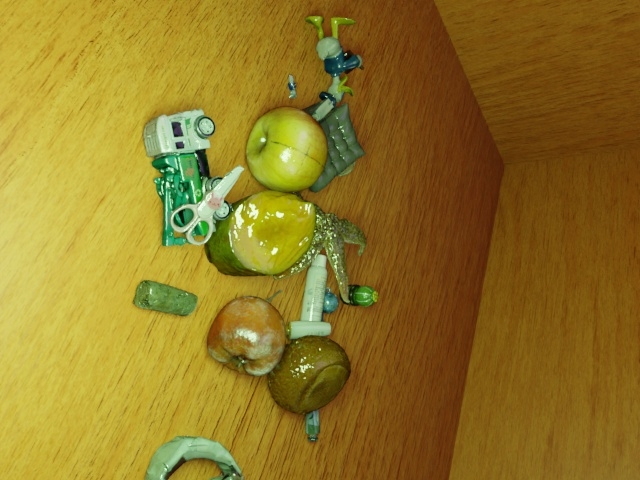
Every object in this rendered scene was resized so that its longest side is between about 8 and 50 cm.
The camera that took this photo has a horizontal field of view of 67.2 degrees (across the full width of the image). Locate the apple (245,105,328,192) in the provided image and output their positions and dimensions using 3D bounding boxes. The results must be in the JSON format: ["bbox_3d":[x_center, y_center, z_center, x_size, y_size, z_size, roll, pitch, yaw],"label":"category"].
[{"bbox_3d":[-0.105,-0.292,1.574,0.232,0.285,0.287,19,73,-40],"label":"apple"}]

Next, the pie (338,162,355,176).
[{"bbox_3d":[0.072,-0.361,1.993,0.218,0.052,0.185,50,51,-40],"label":"pie"}]

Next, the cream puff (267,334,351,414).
[{"bbox_3d":[-0.050,0.447,1.659,0.302,0.212,0.303,-26,139,-25],"label":"cream puff"}]

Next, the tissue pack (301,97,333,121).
[{"bbox_3d":[-0.040,-0.458,1.766,0.051,0.156,0.112,56,47,-24],"label":"tissue pack"}]

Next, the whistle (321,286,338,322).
[{"bbox_3d":[0.028,0.261,1.869,0.090,0.090,0.158,4,85,-52],"label":"whistle"}]

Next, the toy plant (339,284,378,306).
[{"bbox_3d":[0.163,0.227,1.989,0.092,0.162,0.093,3,86,-51],"label":"toy plant"}]

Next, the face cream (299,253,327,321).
[{"bbox_3d":[-0.020,0.184,1.821,0.082,0.081,0.269,26,67,-49],"label":"face cream"}]

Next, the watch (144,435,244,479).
[{"bbox_3d":[-0.354,0.655,1.331,0.253,0.161,0.242,-24,94,-53],"label":"watch"}]

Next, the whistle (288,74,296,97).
[{"bbox_3d":[-0.107,-0.571,1.791,0.033,0.029,0.084,-21,113,-35],"label":"whistle"}]

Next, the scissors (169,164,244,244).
[{"bbox_3d":[-0.285,-0.103,1.273,0.242,0.030,0.118,-51,121,-11],"label":"scissors"}]

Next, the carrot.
[{"bbox_3d":[-0.193,-0.011,1.437,0.241,0.340,0.242,8,77,-38],"label":"carrot"}]

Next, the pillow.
[{"bbox_3d":[0.027,-0.356,1.840,0.326,0.101,0.228,-41,115,-32],"label":"pillow"}]

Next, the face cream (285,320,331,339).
[{"bbox_3d":[-0.054,0.320,1.724,0.182,0.051,0.072,1,117,-19],"label":"face cream"}]

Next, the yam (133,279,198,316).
[{"bbox_3d":[-0.418,0.161,1.312,0.179,0.078,0.078,31,64,-51],"label":"yam"}]

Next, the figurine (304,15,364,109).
[{"bbox_3d":[0.056,-0.695,1.940,0.283,0.204,0.339,-8,107,-59],"label":"figurine"}]

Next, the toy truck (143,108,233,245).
[{"bbox_3d":[-0.369,-0.170,1.321,0.177,0.176,0.364,-12,99,-40],"label":"toy truck"}]

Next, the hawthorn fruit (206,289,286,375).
[{"bbox_3d":[-0.226,0.276,1.451,0.235,0.231,0.263,40,20,-53],"label":"hawthorn fruit"}]

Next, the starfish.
[{"bbox_3d":[0.007,-0.001,1.759,0.397,0.132,0.384,23,77,-23],"label":"starfish"}]

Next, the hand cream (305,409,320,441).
[{"bbox_3d":[-0.034,0.620,1.814,0.088,0.055,0.256,13,71,-56],"label":"hand cream"}]
